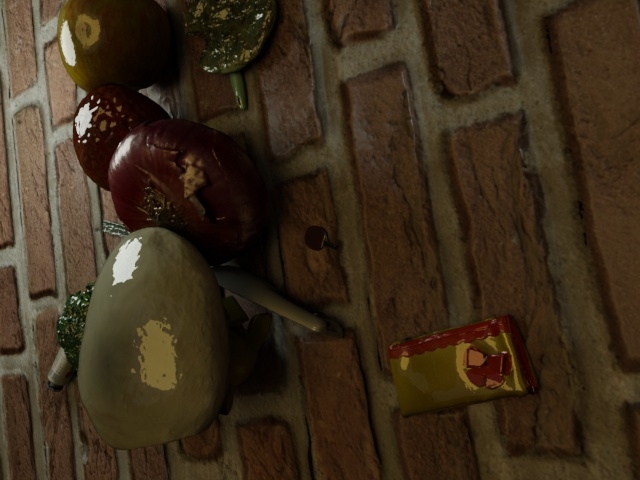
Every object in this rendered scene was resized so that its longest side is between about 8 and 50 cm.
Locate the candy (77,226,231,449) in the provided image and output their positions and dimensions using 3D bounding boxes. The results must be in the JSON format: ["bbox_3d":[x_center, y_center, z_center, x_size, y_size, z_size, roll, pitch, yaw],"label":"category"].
[{"bbox_3d":[-0.337,0.186,1.159,0.386,0.186,0.427,-3,81,37],"label":"candy"}]

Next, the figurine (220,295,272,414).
[{"bbox_3d":[-0.242,0.206,1.298,0.327,0.169,0.218,27,78,26],"label":"figurine"}]

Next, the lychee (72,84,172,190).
[{"bbox_3d":[-0.452,-0.231,1.420,0.255,0.300,0.255,0,82,-3],"label":"lychee"}]

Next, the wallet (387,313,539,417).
[{"bbox_3d":[0.230,0.216,1.031,0.241,0.067,0.141,-23,74,33],"label":"wallet"}]

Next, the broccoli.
[{"bbox_3d":[-0.490,0.197,1.448,0.270,0.270,0.270,-58,24,19],"label":"broccoli"}]

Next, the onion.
[{"bbox_3d":[-0.264,-0.114,1.288,0.348,0.285,0.347,11,132,13],"label":"onion"}]

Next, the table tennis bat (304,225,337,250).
[{"bbox_3d":[0.000,0.000,1.230,0.083,0.007,0.050,26,103,34],"label":"table tennis bat"}]

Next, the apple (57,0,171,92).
[{"bbox_3d":[-0.486,-0.463,1.434,0.264,0.264,0.264,-1,88,35],"label":"apple"}]

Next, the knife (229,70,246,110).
[{"bbox_3d":[-0.208,-0.427,1.378,0.043,0.020,0.293,-19,77,30],"label":"knife"}]

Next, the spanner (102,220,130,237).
[{"bbox_3d":[-0.460,-0.015,1.540,0.325,0.026,0.093,13,95,35],"label":"spanner"}]

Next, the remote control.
[{"bbox_3d":[-0.095,0.115,1.237,0.313,0.109,0.055,21,86,33],"label":"remote control"}]

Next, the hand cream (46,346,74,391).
[{"bbox_3d":[-0.685,0.296,1.676,0.095,0.059,0.276,37,104,31],"label":"hand cream"}]

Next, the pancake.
[{"bbox_3d":[-0.199,-0.491,1.348,0.254,0.037,0.253,-3,83,28],"label":"pancake"}]
